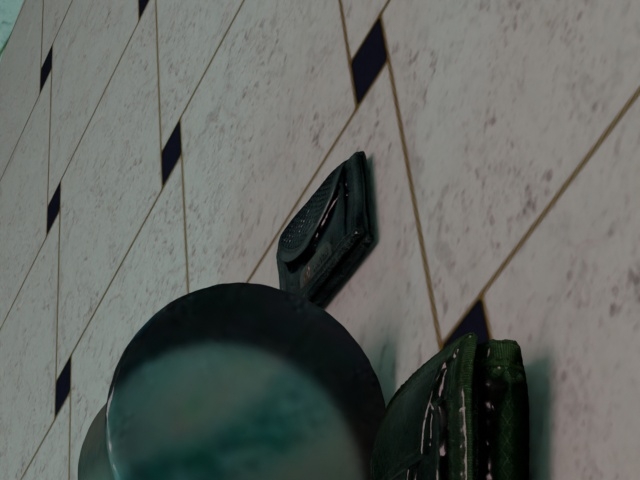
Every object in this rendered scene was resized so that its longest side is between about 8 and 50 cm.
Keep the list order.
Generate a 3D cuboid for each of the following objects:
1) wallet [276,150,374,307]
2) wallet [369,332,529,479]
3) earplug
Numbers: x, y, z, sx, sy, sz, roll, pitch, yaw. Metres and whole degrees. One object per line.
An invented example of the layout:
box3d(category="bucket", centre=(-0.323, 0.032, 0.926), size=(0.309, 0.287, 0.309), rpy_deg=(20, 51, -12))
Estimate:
box3d(category="wallet", centre=(0.000, 0.000, 1.231), size=(0.129, 0.026, 0.088), rpy_deg=(-52, 32, 44))
box3d(category="wallet", centre=(0.065, 0.184, 0.925), size=(0.160, 0.055, 0.236), rpy_deg=(131, 146, -60))
box3d(category="earplug", centre=(-0.094, 0.153, 1.191), size=(0.324, 0.185, 0.185), rpy_deg=(144, 137, -66))
